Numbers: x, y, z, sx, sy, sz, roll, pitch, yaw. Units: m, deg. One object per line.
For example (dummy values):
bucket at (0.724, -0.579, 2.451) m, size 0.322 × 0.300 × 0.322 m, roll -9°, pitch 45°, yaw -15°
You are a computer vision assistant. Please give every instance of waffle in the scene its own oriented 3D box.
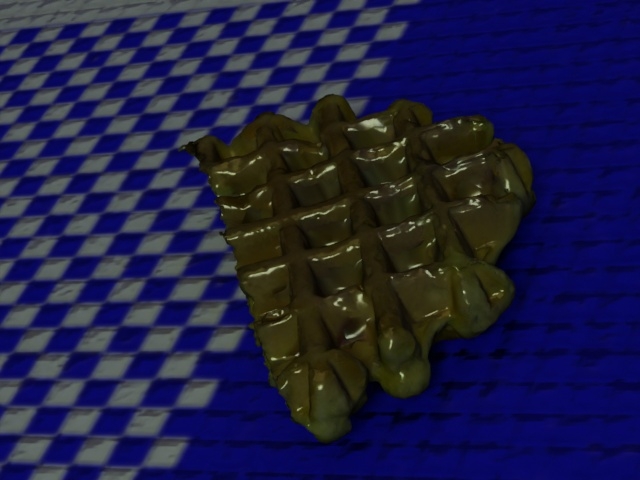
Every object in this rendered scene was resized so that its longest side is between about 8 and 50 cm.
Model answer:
waffle at (0.000, 0.000, 0.699) m, size 0.160 × 0.046 × 0.192 m, roll -41°, pitch 38°, yaw -26°
